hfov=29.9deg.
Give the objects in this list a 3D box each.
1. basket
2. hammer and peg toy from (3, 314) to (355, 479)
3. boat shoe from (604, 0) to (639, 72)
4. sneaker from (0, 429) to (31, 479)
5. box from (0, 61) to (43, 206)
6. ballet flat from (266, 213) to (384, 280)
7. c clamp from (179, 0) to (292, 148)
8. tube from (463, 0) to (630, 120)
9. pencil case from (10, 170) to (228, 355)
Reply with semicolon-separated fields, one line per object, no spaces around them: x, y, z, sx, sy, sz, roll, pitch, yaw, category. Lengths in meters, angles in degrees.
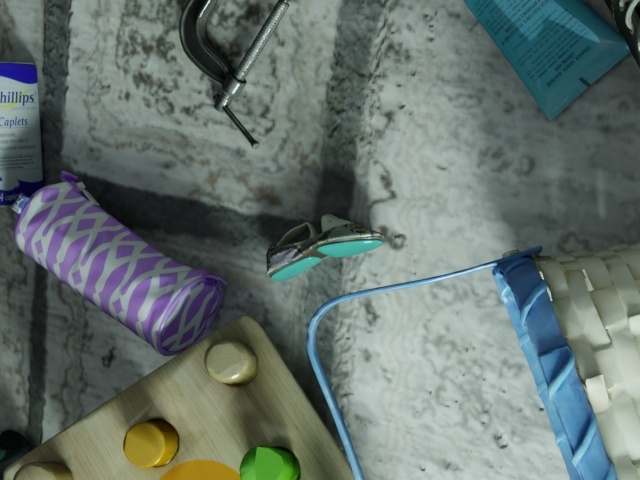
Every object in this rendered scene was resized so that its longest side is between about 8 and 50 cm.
0.157;0.128;0.793;0.289;0.201;0.255;-16;86;1;basket
-0.073;0.275;0.960;0.266;0.127;0.361;-32;77;0;hammer and peg toy
0.238;-0.152;0.800;0.084;0.079;0.233;-34;76;32;boat shoe
-0.359;0.263;1.239;0.223;0.083;0.098;-18;107;37;sneaker
-0.340;-0.104;1.169;0.126;0.072;0.137;3;98;32;box
0.000;0.000;0.991;0.114;0.041;0.041;-20;85;31;ballet flat
-0.061;-0.182;1.018;0.137;0.022;0.161;42;117;26;c clamp
0.132;-0.191;0.880;0.207;0.052;0.080;52;125;10;tube
-0.184;0.020;1.085;0.206;0.086;0.088;34;85;23;pencil case
